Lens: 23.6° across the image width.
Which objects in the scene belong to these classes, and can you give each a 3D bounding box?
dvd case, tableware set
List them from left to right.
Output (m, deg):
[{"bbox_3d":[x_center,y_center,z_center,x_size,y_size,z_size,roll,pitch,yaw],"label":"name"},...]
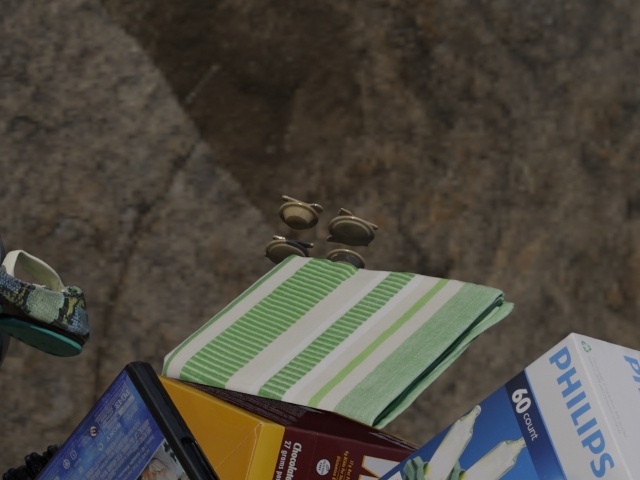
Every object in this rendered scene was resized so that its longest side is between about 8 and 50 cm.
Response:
[{"bbox_3d":[-0.107,0.230,0.990,0.022,0.180,0.253,6,42,-50],"label":"dvd case"},{"bbox_3d":[0.000,0.000,2.096,0.168,0.141,0.020,106,-1,-53],"label":"tableware set"}]

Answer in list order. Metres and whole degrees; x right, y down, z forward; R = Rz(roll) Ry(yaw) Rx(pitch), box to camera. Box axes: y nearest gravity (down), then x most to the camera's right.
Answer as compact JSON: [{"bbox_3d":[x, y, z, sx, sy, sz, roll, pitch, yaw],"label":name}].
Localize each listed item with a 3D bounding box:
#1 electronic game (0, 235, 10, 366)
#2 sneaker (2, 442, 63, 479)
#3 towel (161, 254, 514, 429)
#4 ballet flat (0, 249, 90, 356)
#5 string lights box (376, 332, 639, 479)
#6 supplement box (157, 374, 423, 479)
[{"bbox_3d":[-0.341,0.030,1.424,0.048,0.229,0.229,-11,99,-30],"label":"electronic game"},{"bbox_3d":[-0.349,0.345,1.832,0.276,0.097,0.135,-33,127,-5],"label":"sneaker"},{"bbox_3d":[0.009,0.102,1.613,0.248,0.325,0.038,-38,122,-37],"label":"towel"},{"bbox_3d":[-0.237,0.032,1.113,0.188,0.070,0.070,35,63,-56],"label":"ballet flat"},{"bbox_3d":[0.115,0.187,0.989,0.077,0.260,0.133,16,43,-40],"label":"string lights box"},{"bbox_3d":[-0.028,0.198,1.191,0.194,0.191,0.129,16,88,-33],"label":"supplement box"}]
